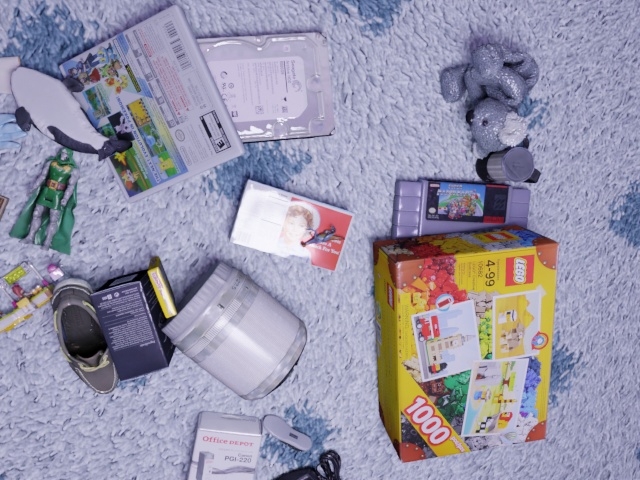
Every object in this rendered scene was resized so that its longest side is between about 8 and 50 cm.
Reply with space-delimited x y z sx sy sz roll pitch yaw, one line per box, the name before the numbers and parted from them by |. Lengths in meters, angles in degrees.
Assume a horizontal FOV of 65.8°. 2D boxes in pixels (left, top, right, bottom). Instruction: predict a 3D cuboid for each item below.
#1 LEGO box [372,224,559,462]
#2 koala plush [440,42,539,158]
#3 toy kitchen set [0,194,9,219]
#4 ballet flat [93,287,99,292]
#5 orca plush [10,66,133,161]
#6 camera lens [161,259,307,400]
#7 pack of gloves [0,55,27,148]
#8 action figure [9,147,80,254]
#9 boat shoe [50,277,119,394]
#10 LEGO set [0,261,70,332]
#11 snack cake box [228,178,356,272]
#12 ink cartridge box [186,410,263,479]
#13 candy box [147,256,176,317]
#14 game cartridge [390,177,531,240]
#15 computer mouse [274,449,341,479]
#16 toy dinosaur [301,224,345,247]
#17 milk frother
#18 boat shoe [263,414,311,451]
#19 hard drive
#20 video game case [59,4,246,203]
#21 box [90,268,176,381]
LEGO box | 0.336 0.239 1.188 0.373 0.193 0.499 -6 106 -7
koala plush | 0.412 -0.310 1.158 0.204 0.196 0.221 2 83 -17
toy kitchen set | -0.730 -0.068 1.055 0.068 0.083 0.075 24 93 -12
ballet flat | -0.516 0.169 1.145 0.041 0.041 0.114 1 97 -10
orca plush | -0.530 -0.257 1.062 0.288 0.102 0.151 25 75 4
camera lens | -0.185 0.206 1.115 0.274 0.219 0.219 41 89 -12
pack of gloves | -0.752 -0.286 1.044 0.232 0.046 0.194 -7 97 -9
action figure | -0.591 -0.096 1.091 0.137 0.063 0.232 17 90 -8
boat shoe | -0.514 0.232 1.090 0.109 0.091 0.304 -15 120 -17
LEGO set | -0.689 0.137 1.065 0.287 0.132 0.107 -39 97 -26
snack cake box | -0.069 -0.035 1.172 0.265 0.089 0.152 17 92 -12
ink cartridge box | -0.239 0.547 1.215 0.159 0.092 0.217 10 93 -11
candy box | -0.345 0.097 1.080 0.027 0.206 0.105 -23 101 -15
game cartridge | 0.357 -0.036 1.262 0.356 0.068 0.229 2 101 -10
computer mouse | -0.065 0.665 1.276 0.273 0.072 0.188 -15 98 -20
toy dinosaur | 0.000 0.000 1.124 0.082 0.047 0.090 -39 113 14
milk frother | 0.475 -0.212 1.219 0.129 0.135 0.143 5 96 -11
boat shoe | -0.090 0.497 1.258 0.142 0.049 0.040 34 129 -7
hard drive | -0.143 -0.343 1.134 0.340 0.064 0.236 -6 99 -10
video game case | -0.362 -0.284 1.073 0.300 0.036 0.328 -21 101 12
box | -0.411 0.184 1.108 0.108 0.153 0.206 -15 99 -7
